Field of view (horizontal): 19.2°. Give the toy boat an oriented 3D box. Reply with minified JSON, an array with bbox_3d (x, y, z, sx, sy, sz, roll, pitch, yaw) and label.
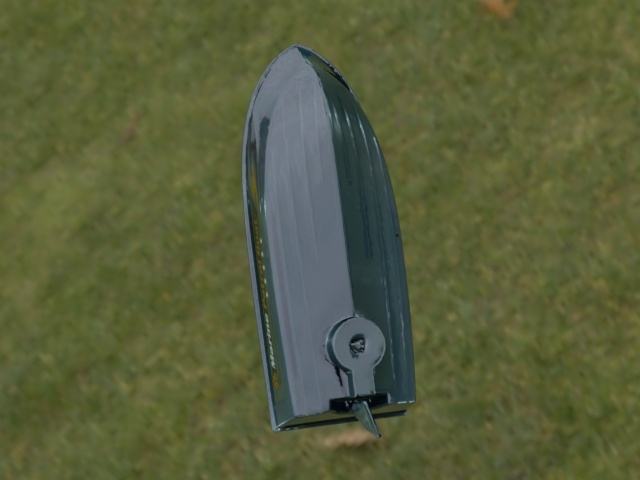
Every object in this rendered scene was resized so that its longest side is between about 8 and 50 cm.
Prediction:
[{"bbox_3d":[0.000,0.000,1.159,0.093,0.246,0.103,-6,-4,-18],"label":"toy boat"}]
